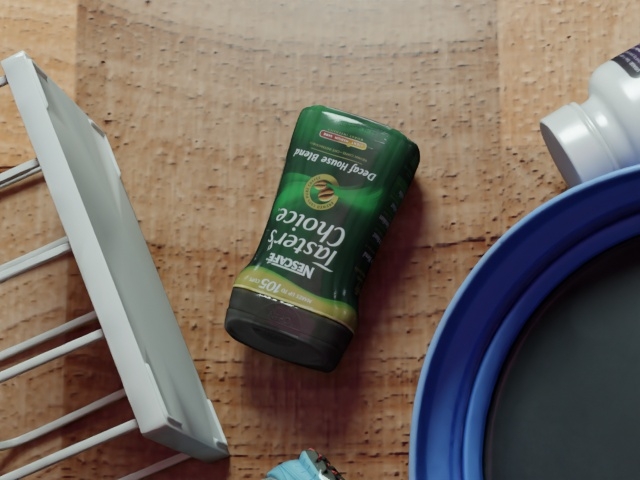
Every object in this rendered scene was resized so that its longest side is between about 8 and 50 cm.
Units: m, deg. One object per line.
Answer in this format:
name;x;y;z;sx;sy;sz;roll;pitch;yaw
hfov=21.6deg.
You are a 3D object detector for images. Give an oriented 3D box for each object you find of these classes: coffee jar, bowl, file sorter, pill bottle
coffee jar;0.000;0.000;1.232;0.096;0.079;0.184;18;80;11
bowl;0.249;0.141;1.108;0.391;0.077;0.391;-7;75;27
file sorter;-0.208;0.049;1.191;0.173;0.193;0.277;-25;75;4
pill bottle;0.261;-0.098;1.207;0.193;0.108;0.108;-28;75;0

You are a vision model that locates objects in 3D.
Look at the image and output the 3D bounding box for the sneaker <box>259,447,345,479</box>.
sneaker;0.005;0.284;1.163;0.125;0.104;0.262;-27;65;6
